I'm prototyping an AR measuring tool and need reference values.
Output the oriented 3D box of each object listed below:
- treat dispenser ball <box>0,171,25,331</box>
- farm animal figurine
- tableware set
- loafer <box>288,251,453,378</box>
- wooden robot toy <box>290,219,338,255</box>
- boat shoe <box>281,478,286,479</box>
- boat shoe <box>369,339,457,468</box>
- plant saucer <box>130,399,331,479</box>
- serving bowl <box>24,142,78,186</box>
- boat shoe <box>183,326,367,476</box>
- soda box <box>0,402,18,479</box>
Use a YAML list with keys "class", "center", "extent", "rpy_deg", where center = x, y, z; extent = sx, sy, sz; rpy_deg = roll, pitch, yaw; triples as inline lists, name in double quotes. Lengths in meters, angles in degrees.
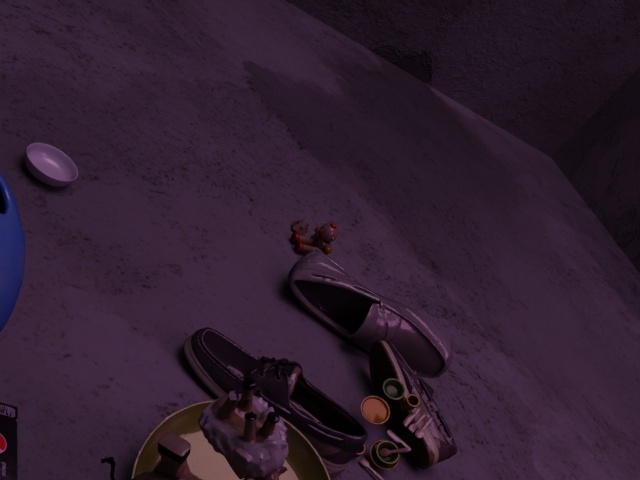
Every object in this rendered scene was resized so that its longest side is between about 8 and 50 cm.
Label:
- class: "treat dispenser ball"
  center: [-0.419, 0.010, 0.844]
  extent: [0.288, 0.288, 0.288]
  rpy_deg: [33, 25, -18]
- class: "farm animal figurine"
  center: [-0.095, 0.335, 0.895]
  extent: [0.330, 0.172, 0.327]
  rpy_deg: [-29, 56, -36]
- class: "tableware set"
  center: [0.099, 0.277, 1.394]
  extent: [0.104, 0.024, 0.154]
  rpy_deg: [40, 52, 12]
- class: "loafer"
  center: [0.081, 0.140, 1.585]
  extent: [0.319, 0.112, 0.111]
  rpy_deg: [32, 23, 1]
- class: "wooden robot toy"
  center: [0.000, 0.000, 1.733]
  extent: [0.076, 0.079, 0.173]
  rpy_deg: [21, 31, -38]
- class: "boat shoe"
  center: [-0.060, 0.319, 1.122]
  extent: [0.060, 0.064, 0.178]
  rpy_deg: [19, 35, -44]
- class: "boat shoe"
  center: [0.148, 0.258, 1.493]
  extent: [0.073, 0.080, 0.223]
  rpy_deg: [-5, 53, -28]
- class: "plant saucer"
  center: [-0.100, 0.296, 1.056]
  extent: [0.241, 0.037, 0.241]
  rpy_deg: [15, 47, -16]
- class: "serving bowl"
  center: [-0.404, -0.108, 1.383]
  extent: [0.083, 0.027, 0.083]
  rpy_deg: [33, 25, -17]
- class: "boat shoe"
  center: [-0.057, 0.206, 1.281]
  extent: [0.285, 0.092, 0.103]
  rpy_deg: [40, 24, -1]
- class: "soda box"
  center: [-0.324, 0.233, 0.884]
  extent: [0.053, 0.060, 0.169]
  rpy_deg: [23, 30, -32]
